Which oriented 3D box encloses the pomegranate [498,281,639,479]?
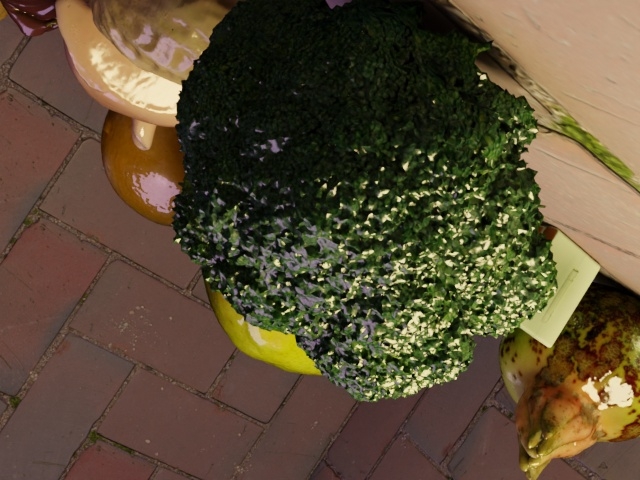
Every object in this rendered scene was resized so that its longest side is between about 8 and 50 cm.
[{"bbox_3d":[0.331,0.186,1.086,0.204,0.276,0.222,31,147,-24],"label":"pomegranate"}]

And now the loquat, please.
[{"bbox_3d":[-0.246,-0.197,1.562,0.359,0.328,0.328,63,174,-12],"label":"loquat"}]

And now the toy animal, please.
[{"bbox_3d":[-0.206,-0.222,1.011,0.213,0.195,0.256,42,-179,-22],"label":"toy animal"}]

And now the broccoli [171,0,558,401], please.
[{"bbox_3d":[0.031,-0.042,0.596,0.294,0.265,0.245,60,-150,4],"label":"broccoli"}]

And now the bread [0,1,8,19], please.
[{"bbox_3d":[-0.489,-0.416,1.183,0.244,0.134,0.244,-17,-90,-84],"label":"bread"}]

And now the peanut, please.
[{"bbox_3d":[-0.073,-0.170,0.769,0.298,0.120,0.136,31,-174,-3],"label":"peanut"}]

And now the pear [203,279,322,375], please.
[{"bbox_3d":[0.000,0.000,1.265,0.391,0.391,0.391,34,-179,-1],"label":"pear"}]

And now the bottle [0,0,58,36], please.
[{"bbox_3d":[-0.359,-0.345,1.096,0.143,0.156,0.271,27,176,4],"label":"bottle"}]

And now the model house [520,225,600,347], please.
[{"bbox_3d":[0.236,0.039,1.055,0.100,0.127,0.149,34,177,-31],"label":"model house"}]
